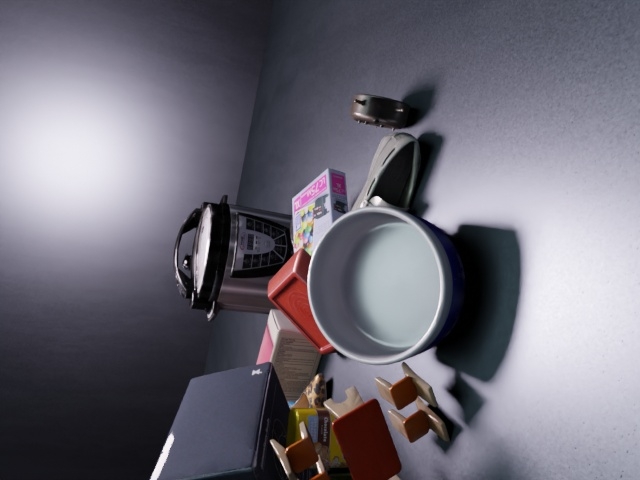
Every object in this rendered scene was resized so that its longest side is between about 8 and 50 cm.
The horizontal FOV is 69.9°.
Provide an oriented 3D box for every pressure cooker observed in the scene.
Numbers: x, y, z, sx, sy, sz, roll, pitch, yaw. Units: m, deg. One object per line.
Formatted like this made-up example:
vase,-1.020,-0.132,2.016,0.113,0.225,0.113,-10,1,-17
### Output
pressure cooker,-0.282,0.067,1.563,0.370,0.420,0.376,-122,46,-61

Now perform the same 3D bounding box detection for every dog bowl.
dog bowl,0.111,0.076,0.803,0.264,0.104,0.265,-4,84,35

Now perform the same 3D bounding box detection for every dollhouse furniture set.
dollhouse furniture set,0.092,0.372,0.737,0.135,0.262,0.259,29,142,66

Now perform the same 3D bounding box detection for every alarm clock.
alarm clock,0.136,-0.291,1.052,0.192,0.129,0.064,-50,-28,-74

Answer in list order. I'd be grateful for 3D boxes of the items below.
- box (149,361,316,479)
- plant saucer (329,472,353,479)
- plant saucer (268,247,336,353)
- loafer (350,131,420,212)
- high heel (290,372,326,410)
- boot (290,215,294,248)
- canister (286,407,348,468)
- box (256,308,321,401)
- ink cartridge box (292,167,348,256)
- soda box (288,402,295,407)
box,-0.161,0.529,1.006,0.293,0.211,0.396,-86,-18,-67
plant saucer,0.077,0.579,0.935,0.188,0.045,0.188,130,143,-55
plant saucer,-0.014,0.167,1.099,0.048,0.258,0.259,-43,-1,-34
loafer,0.131,-0.071,0.973,0.111,0.112,0.320,-127,50,-73
high heel,-0.089,0.464,1.215,0.093,0.186,0.261,-131,53,-64
boot,0.027,0.002,1.249,0.223,0.118,0.338,-54,44,44
canister,0.017,0.422,0.981,0.073,0.169,0.126,155,121,-66
box,-0.092,0.335,1.334,0.127,0.148,0.232,-128,51,-64
ink cartridge box,0.000,0.000,1.137,0.186,0.065,0.311,-33,55,50
soda box,-0.106,0.536,1.395,0.210,0.071,0.067,-170,87,-69
